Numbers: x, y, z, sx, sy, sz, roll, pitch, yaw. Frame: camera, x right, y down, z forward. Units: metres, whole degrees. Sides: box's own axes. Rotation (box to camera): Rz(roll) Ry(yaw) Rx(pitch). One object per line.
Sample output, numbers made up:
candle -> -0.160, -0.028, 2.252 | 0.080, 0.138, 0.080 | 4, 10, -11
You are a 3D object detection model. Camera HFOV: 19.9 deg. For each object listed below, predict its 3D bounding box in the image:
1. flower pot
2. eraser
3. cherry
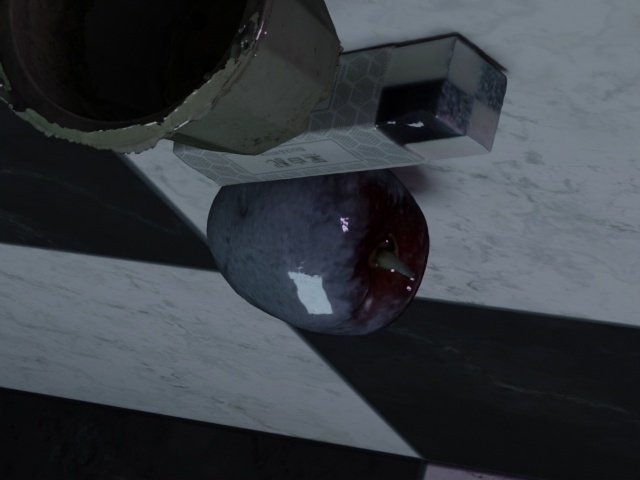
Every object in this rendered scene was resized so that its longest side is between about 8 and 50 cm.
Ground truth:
flower pot -> -0.122, -0.194, 1.635 | 0.290, 0.290, 0.259 | 6, 173, 25
eraser -> 0.010, -0.129, 1.928 | 0.404, 0.098, 0.096 | -5, 153, 46
cherry -> 0.000, 0.000, 2.131 | 0.296, 0.218, 0.255 | 8, 168, 37
